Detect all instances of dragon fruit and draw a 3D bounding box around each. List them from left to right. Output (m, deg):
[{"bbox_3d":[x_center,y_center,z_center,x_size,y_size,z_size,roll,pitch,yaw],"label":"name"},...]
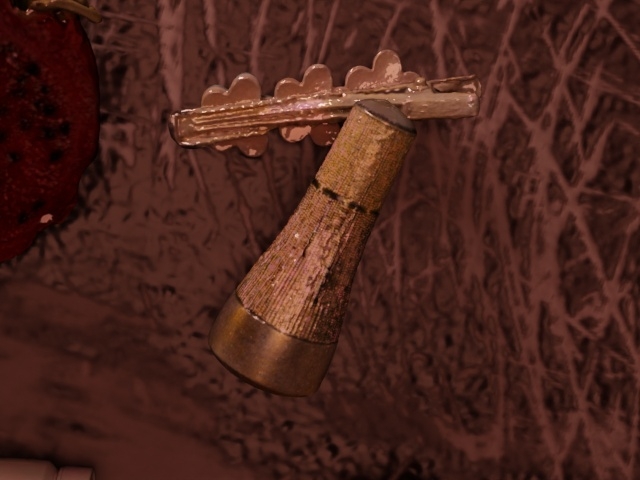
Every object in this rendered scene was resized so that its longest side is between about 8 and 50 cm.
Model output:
[{"bbox_3d":[-0.251,-0.108,0.653,0.205,0.152,0.317,-6,132,-23],"label":"dragon fruit"}]

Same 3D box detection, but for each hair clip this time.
[{"bbox_3d":[0.005,-0.094,0.716,0.214,0.056,0.062,-4,110,4],"label":"hair clip"}]

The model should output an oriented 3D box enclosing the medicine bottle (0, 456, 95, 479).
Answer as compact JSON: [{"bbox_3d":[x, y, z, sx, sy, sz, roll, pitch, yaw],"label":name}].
[{"bbox_3d":[-0.202,0.176,0.713,0.089,0.052,0.052,4,93,-4],"label":"medicine bottle"}]

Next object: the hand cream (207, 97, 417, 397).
[{"bbox_3d":[0.000,0.000,0.684,0.084,0.084,0.203,24,102,-5],"label":"hand cream"}]
